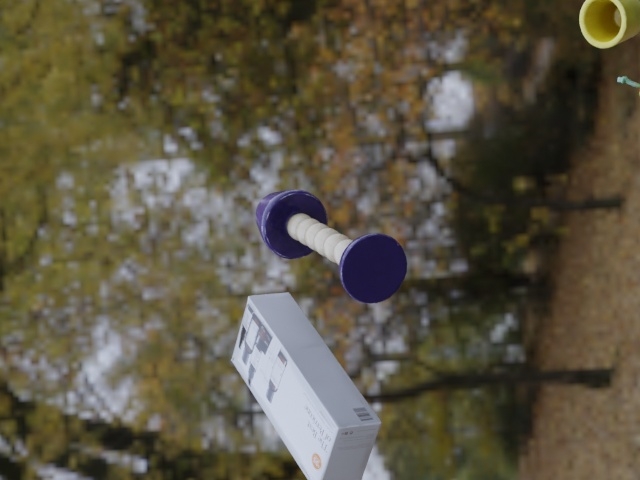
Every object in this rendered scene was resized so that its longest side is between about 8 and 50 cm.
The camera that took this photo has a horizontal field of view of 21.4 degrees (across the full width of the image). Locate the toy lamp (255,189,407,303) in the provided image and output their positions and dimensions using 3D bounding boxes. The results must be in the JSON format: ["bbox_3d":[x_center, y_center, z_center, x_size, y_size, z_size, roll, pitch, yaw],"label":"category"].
[{"bbox_3d":[0.000,0.000,1.760,0.275,0.080,0.080,-147,48,-65],"label":"toy lamp"}]

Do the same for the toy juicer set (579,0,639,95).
[{"bbox_3d":[0.466,-0.268,2.003,0.089,0.329,0.209,-15,-105,-46],"label":"toy juicer set"}]

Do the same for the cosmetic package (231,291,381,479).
[{"bbox_3d":[-0.021,0.168,1.899,0.239,0.060,0.098,52,138,45],"label":"cosmetic package"}]
